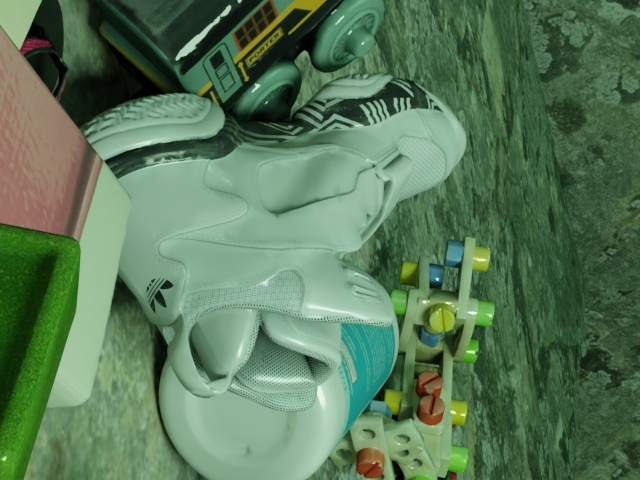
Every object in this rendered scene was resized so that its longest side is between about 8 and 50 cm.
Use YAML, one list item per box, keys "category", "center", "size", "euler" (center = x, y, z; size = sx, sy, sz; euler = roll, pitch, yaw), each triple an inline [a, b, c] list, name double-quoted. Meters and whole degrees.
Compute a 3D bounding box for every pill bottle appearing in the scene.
- category: "pill bottle"
  center: [-0.019, 0.097, 1.044]
  size: [0.264, 0.146, 0.146]
  euler: [-37, 119, -67]

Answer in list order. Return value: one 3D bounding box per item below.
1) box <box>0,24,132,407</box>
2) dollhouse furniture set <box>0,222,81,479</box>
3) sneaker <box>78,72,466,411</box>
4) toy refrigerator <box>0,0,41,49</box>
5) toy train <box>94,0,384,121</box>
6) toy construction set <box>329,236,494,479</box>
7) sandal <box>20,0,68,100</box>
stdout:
- category: "box"
  center: [-0.207, -0.028, 0.552]
  size: [0.232, 0.148, 0.127]
  euler: [60, 30, -51]
- category: "dollhouse furniture set"
  center: [-0.197, 0.153, 0.411]
  size: [0.197, 0.151, 0.301]
  euler: [111, -9, -48]
- category: "sneaker"
  center: [0.000, 0.000, 0.896]
  size: [0.366, 0.137, 0.210]
  euler: [-9, 60, -42]
- category: "toy refrigerator"
  center: [-0.240, -0.196, 0.575]
  size: [0.269, 0.102, 0.094]
  euler: [63, 29, -45]
- category: "toy train"
  center: [-0.021, -0.211, 0.930]
  size: [0.142, 0.334, 0.190]
  euler: [44, -7, 18]
- category: "toy construction set"
  center: [0.113, 0.166, 1.389]
  size: [0.328, 0.151, 0.215]
  euler: [-60, 165, -46]
- category: "sandal"
  center: [-0.189, -0.093, 0.777]
  size: [0.179, 0.040, 0.067]
  euler: [-74, 151, -45]
